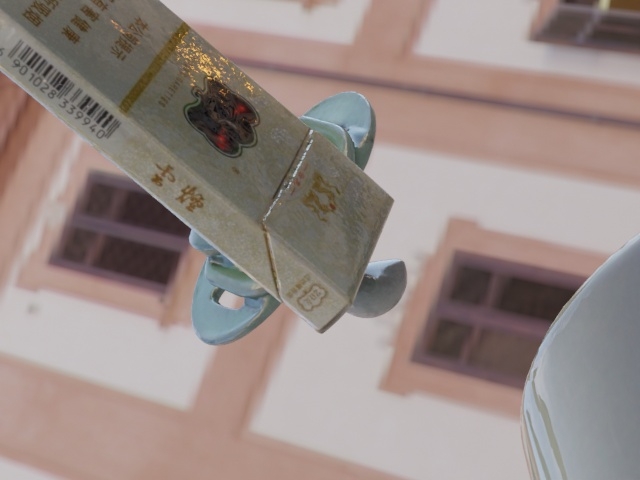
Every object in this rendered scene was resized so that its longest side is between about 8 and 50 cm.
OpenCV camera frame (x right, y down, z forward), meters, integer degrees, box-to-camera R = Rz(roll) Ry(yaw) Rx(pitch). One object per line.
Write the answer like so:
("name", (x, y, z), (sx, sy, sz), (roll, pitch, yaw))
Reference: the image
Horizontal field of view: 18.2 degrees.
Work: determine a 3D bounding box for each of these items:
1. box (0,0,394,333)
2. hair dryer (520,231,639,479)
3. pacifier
("box", (-0.048, -0.043, 0.741), (0.167, 0.024, 0.090), (40, -152, -8))
("hair dryer", (0.022, 0.152, 0.351), (0.128, 0.362, 0.203), (33, -146, -40))
("pacifier", (0.000, 0.000, 1.026), (0.116, 0.126, 0.150), (35, -106, -21))
